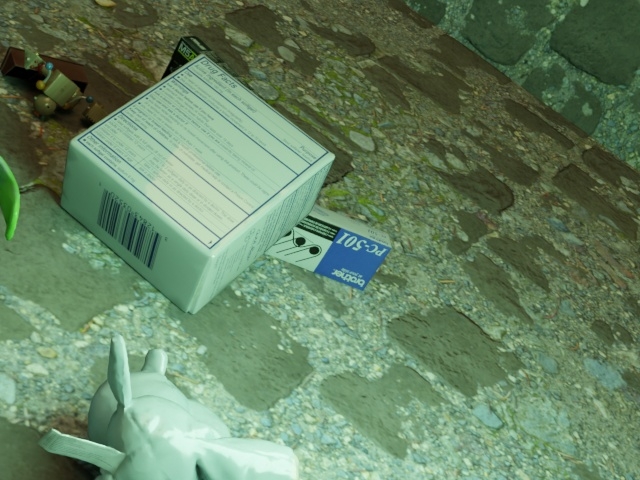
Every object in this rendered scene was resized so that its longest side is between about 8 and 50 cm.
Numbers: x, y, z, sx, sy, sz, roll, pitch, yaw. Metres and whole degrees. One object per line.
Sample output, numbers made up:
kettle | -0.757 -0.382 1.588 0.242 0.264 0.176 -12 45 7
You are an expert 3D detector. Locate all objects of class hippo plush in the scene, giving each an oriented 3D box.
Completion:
hippo plush | -0.191 0.248 1.285 0.294 0.234 0.236 37 -6 -22

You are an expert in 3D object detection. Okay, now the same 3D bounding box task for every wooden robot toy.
wooden robot toy | -0.423 -0.226 1.905 0.076 0.079 0.173 33 -7 47

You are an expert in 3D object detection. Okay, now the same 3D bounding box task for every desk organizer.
desk organizer | -0.448 -0.268 1.961 0.130 0.047 0.050 10 37 -35

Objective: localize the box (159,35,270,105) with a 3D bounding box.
box | -0.193 -0.205 1.967 0.191 0.184 0.045 44 29 23

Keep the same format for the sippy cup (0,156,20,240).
sippy cup | -0.513 -0.036 1.361 0.240 0.306 0.224 67 1 -56

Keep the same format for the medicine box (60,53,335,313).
medicine box | -0.176 -0.088 1.738 0.263 0.149 0.289 39 51 12

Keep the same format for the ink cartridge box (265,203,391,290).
ink cartridge box | 0.000 0.000 1.924 0.207 0.097 0.046 21 30 -19
